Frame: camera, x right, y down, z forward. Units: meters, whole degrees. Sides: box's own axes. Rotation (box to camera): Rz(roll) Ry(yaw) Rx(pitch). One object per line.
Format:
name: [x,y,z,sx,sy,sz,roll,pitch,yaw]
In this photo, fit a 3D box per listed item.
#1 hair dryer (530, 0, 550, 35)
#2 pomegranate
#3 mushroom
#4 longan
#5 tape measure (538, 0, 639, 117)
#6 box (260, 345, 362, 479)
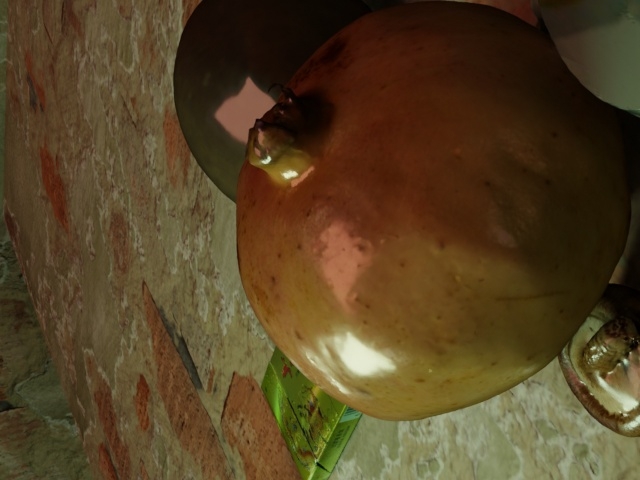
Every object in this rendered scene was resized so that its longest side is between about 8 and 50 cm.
hair dryer: [0.169,-0.208,0.885,0.044,0.155,0.183,39,153,28]
pomegranate: [0.070,-0.032,0.890,0.338,0.338,0.338,36,131,55]
mushroom: [0.239,0.098,0.902,0.127,0.087,0.127,23,116,60]
longan: [-0.028,-0.149,1.190,0.300,0.243,0.300,-12,-90,-79]
tape measure: [0.246,-0.205,0.711,0.259,0.138,0.262,43,137,53]
box: [-0.003,0.183,1.489,0.173,0.043,0.311,62,150,30]
